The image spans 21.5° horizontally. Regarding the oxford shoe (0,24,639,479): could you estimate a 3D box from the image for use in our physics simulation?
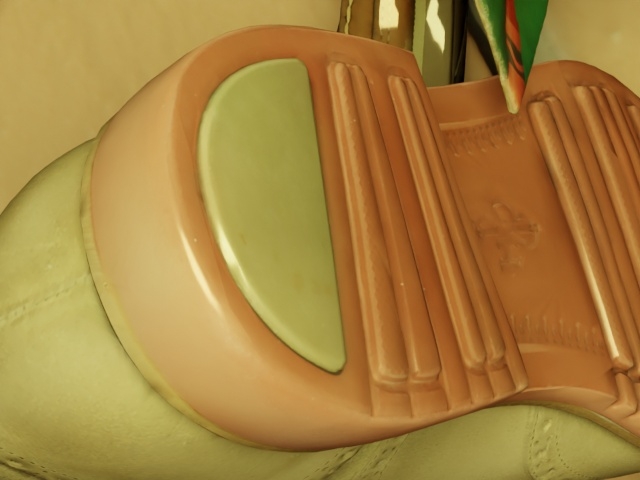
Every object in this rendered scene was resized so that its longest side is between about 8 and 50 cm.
[{"bbox_3d":[0.034,0.023,0.567,0.146,0.397,0.140,-26,67,32],"label":"oxford shoe"}]

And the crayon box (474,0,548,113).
[{"bbox_3d":[0.074,-0.224,0.493,0.081,0.202,0.319,-5,120,17],"label":"crayon box"}]

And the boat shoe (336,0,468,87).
[{"bbox_3d":[0.000,0.000,0.699,0.104,0.111,0.307,10,122,7],"label":"boat shoe"}]
